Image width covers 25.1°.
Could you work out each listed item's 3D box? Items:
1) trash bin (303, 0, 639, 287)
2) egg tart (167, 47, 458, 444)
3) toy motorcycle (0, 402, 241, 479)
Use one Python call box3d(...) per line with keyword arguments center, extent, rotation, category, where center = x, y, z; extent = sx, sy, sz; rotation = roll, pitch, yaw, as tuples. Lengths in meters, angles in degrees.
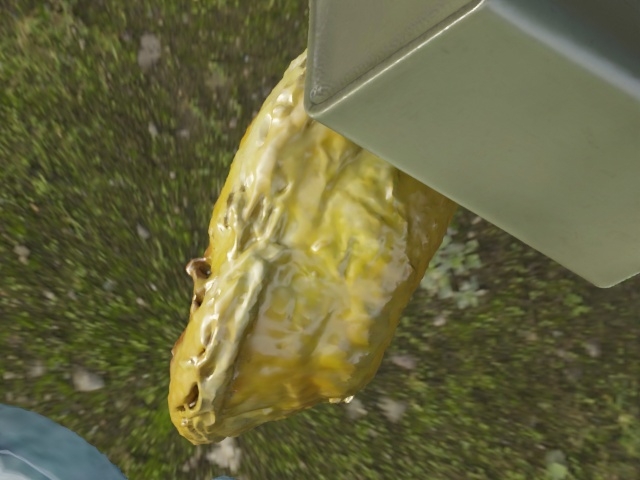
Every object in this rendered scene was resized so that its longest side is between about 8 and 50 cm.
box3d(center=(0.131, -0.090, 0.793), extent=(0.240, 0.164, 0.122), rotation=(25, 53, -33), category="trash bin")
box3d(center=(0.000, 0.000, 1.061), extent=(0.153, 0.339, 0.351), rotation=(24, 88, -1), category="egg tart")
box3d(center=(-0.001, 0.175, 0.392), extent=(0.319, 0.241, 0.182), rotation=(16, 49, 26), category="toy motorcycle")
